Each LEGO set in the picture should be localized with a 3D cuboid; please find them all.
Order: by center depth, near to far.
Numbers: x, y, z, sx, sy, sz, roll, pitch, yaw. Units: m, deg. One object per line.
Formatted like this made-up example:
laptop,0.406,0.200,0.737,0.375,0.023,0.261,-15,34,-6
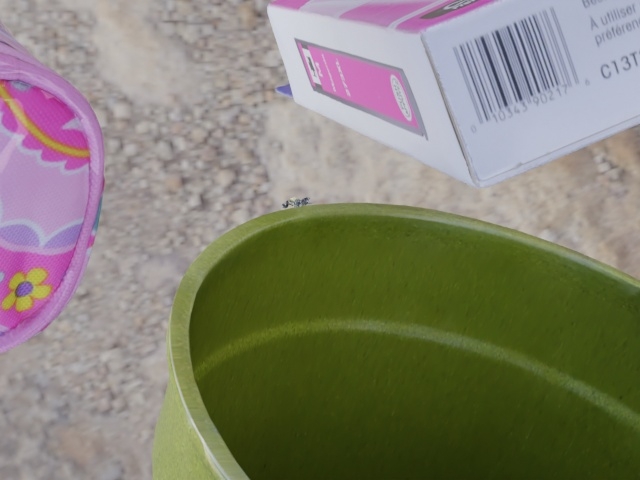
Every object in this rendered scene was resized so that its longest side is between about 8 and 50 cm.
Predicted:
LEGO set,0.001,-0.001,1.258,0.054,0.023,0.083,19,132,44

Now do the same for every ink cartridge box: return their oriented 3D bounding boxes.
ink cartridge box,0.083,-0.104,0.697,0.175,0.371,0.069,-23,102,-7

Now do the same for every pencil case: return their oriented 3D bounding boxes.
pencil case,-0.167,-0.062,0.565,0.284,0.124,0.124,49,120,51

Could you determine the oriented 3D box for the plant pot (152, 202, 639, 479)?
plant pot,0.053,0.227,0.808,0.366,0.366,0.353,31,120,18
